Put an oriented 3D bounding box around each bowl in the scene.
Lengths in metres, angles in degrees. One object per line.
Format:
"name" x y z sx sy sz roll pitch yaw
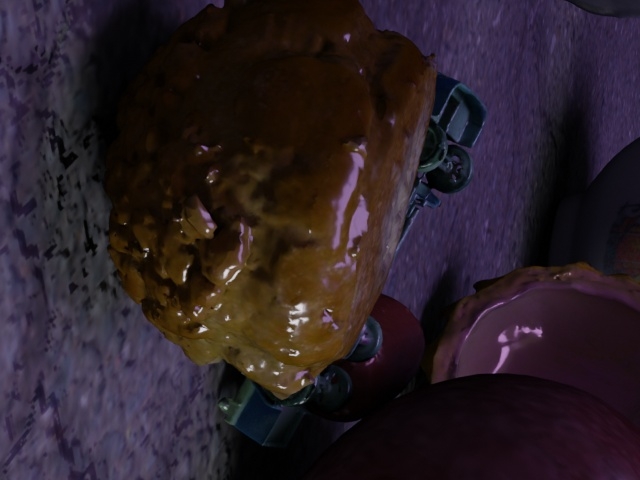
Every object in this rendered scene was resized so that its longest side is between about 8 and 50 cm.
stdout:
"bowl" 0.275 0.039 1.320 0.345 0.157 0.346 6 90 -74

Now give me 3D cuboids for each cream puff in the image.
"cream puff" -0.020 -0.023 0.539 0.126 0.103 0.144 97 14 -48

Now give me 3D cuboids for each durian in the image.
"durian" 0.127 0.157 0.978 0.305 0.185 0.196 -57 165 -29

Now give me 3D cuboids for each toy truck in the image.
"toy truck" 0.000 0.000 0.681 0.175 0.081 0.067 -62 159 1

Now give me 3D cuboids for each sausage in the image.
"sausage" 0.017 0.055 0.752 0.094 0.054 0.059 -20 116 -68

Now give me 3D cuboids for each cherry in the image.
"cherry" 0.069 0.183 0.701 0.285 0.213 0.236 -29 156 -55

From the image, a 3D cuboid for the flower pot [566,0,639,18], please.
"flower pot" 0.138 -0.277 0.722 0.243 0.265 0.265 43 56 -50
